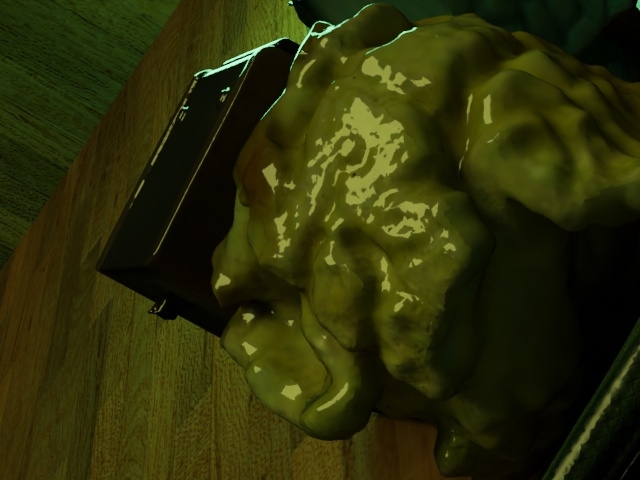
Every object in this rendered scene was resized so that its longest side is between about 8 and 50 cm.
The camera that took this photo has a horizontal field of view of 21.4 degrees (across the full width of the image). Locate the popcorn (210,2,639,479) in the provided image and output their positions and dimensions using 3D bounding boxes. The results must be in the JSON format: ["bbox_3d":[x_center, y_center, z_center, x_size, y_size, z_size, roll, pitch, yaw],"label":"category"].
[{"bbox_3d":[0.068,-0.002,0.930,0.293,0.237,0.293,-62,0,-1],"label":"popcorn"}]

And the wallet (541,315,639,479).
[{"bbox_3d":[0.127,0.112,0.775,0.236,0.055,0.160,-56,-18,-9],"label":"wallet"}]

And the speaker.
[{"bbox_3d":[0.000,0.000,1.133,0.192,0.231,0.153,-65,18,-11],"label":"speaker"}]

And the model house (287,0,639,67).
[{"bbox_3d":[0.137,-0.194,1.164,0.241,0.226,0.261,-48,20,-10],"label":"model house"}]
